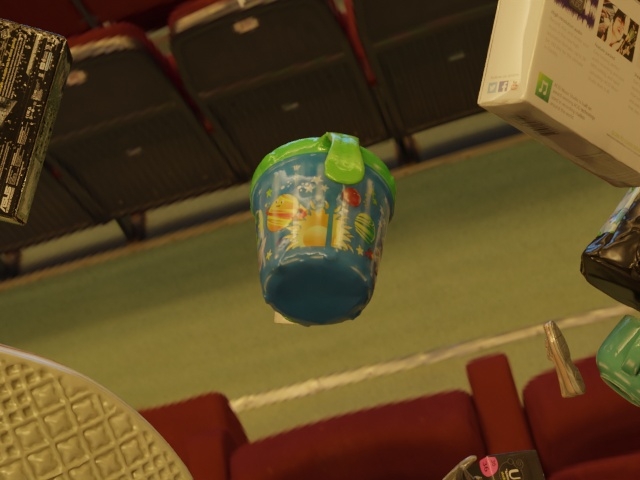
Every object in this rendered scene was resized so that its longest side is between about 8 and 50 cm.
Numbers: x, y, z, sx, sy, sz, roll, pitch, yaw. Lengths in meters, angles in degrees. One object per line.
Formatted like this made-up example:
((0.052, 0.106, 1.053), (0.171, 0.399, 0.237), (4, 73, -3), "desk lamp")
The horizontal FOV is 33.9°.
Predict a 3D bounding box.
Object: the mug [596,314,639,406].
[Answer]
((0.467, 0.180, 1.551), (0.097, 0.158, 0.129), (-51, 31, -2), "mug")

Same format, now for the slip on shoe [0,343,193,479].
((-0.218, 0.117, 0.617), (0.101, 0.331, 0.123), (-33, 33, 61), "slip on shoe")

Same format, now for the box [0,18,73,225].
((-0.332, -0.120, 0.995), (0.147, 0.077, 0.180), (14, 84, -7), "box")

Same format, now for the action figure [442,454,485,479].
((0.055, 0.247, 0.647), (0.141, 0.164, 0.275), (4, 34, 1), "action figure")

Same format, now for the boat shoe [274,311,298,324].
((-0.037, 0.098, 1.992), (0.117, 0.096, 0.324), (2, 2, 2), "boat shoe")

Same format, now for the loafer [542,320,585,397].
((0.375, 0.190, 1.659), (0.039, 0.125, 0.045), (-26, -4, 30), "loafer")

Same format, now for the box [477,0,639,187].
((0.265, -0.237, 0.990), (0.058, 0.232, 0.322), (4, 76, 47), "box")

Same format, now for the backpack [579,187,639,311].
((0.591, -0.034, 1.583), (0.290, 0.273, 0.355), (26, 81, 15), "backpack")

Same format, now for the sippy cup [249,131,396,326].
((0.000, 0.000, 1.603), (0.240, 0.305, 0.224), (-15, 43, 18), "sippy cup")

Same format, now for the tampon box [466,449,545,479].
((0.295, 0.433, 1.746), (0.101, 0.161, 0.120), (-2, 62, -25), "tampon box")
